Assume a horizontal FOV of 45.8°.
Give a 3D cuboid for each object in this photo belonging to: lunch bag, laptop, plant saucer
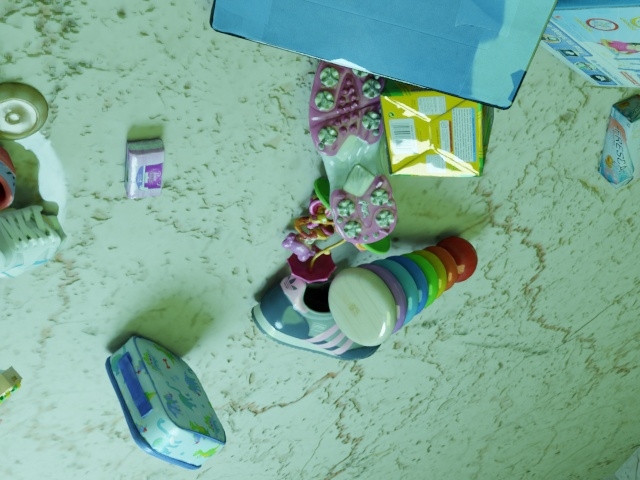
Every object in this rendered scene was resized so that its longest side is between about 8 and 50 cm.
[{"bbox_3d":[-0.265,0.270,1.274,0.090,0.219,0.176,-41,142,4],"label":"lunch bag"},{"bbox_3d":[0.096,-0.317,0.716,0.381,0.408,0.237,14,89,-5],"label":"laptop"},{"bbox_3d":[-0.368,-0.150,0.906,0.083,0.015,0.083,-18,140,-16],"label":"plant saucer"}]

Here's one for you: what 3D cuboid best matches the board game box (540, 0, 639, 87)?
[{"bbox_3d":[0.457,-0.299,1.046,0.308,0.302,0.086,16,90,-43],"label":"board game box"}]

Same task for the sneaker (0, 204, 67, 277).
[{"bbox_3d":[-0.384,-0.007,0.940,0.092,0.087,0.228,-31,-177,-6],"label":"sneaker"}]

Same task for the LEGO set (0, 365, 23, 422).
[{"bbox_3d":[-0.506,0.283,0.976,0.287,0.107,0.132,-26,156,-25],"label":"LEGO set"}]

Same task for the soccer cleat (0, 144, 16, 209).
[{"bbox_3d":[-0.464,-0.091,0.842,0.248,0.095,0.083,11,124,-42],"label":"soccer cleat"}]

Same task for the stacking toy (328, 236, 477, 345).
[{"bbox_3d":[0.170,0.068,1.379,0.330,0.141,0.141,-24,147,-42],"label":"stacking toy"}]

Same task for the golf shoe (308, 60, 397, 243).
[{"bbox_3d":[0.042,-0.151,1.107,0.115,0.140,0.306,-7,117,-1],"label":"golf shoe"}]

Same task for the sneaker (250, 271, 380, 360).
[{"bbox_3d":[0.029,0.140,1.407,0.319,0.112,0.131,16,124,-45],"label":"sneaker"}]

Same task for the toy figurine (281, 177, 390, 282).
[{"bbox_3d":[0.000,0.000,1.249,0.173,0.130,0.159,35,120,-29],"label":"toy figurine"}]

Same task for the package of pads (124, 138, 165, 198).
[{"bbox_3d":[-0.240,-0.098,1.032,0.050,0.032,0.083,-8,137,-24],"label":"package of pads"}]

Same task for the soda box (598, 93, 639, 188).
[{"bbox_3d":[0.587,-0.186,1.449,0.063,0.058,0.183,-24,141,-8],"label":"soda box"}]

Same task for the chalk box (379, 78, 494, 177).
[{"bbox_3d":[0.173,-0.198,1.058,0.132,0.213,0.132,3,129,19],"label":"chalk box"}]
